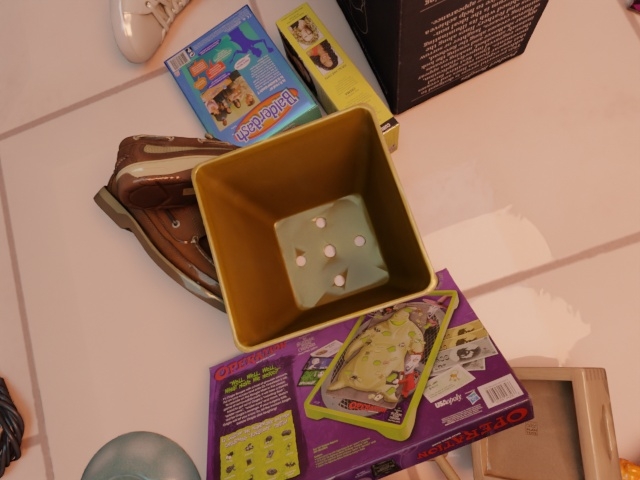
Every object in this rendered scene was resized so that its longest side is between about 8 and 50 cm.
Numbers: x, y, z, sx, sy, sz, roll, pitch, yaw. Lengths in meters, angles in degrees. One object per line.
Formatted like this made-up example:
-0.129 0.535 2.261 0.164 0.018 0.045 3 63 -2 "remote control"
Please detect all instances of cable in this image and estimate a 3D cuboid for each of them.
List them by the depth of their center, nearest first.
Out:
-0.519 0.296 0.665 0.150 0.047 0.184 44 86 9 "cable"

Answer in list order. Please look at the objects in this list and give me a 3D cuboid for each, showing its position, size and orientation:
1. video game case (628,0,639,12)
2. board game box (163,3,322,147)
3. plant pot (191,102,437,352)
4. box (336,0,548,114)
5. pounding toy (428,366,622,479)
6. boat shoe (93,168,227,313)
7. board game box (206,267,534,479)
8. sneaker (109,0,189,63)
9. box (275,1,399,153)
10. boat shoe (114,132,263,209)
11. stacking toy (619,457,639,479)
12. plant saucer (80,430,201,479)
0.580 -0.350 0.599 0.232 0.042 0.210 35 86 14 "video game case"
-0.119 -0.230 0.690 0.160 0.047 0.210 -33 76 2 "board game box"
0.000 0.000 0.555 0.212 0.187 0.212 -19 77 6 "plant pot"
0.115 -0.385 0.501 0.211 0.395 0.294 -25 77 3 "box"
0.217 0.239 0.520 0.206 0.094 0.181 -15 69 43 "pounding toy"
-0.184 -0.014 0.628 0.307 0.111 0.104 38 87 13 "boat shoe"
0.030 0.174 0.529 0.346 0.056 0.208 -24 39 5 "board game box"
-0.237 -0.417 0.714 0.122 0.106 0.291 10 80 14 "sneaker"
0.024 -0.219 0.646 0.058 0.087 0.232 -34 75 0 "box"
-0.132 -0.103 0.597 0.257 0.095 0.095 -3 62 -33 "boat shoe"
0.416 0.274 0.469 0.301 0.175 0.166 4 43 28 "stacking toy"
-0.253 0.363 0.608 0.194 0.037 0.195 -2 79 10 "plant saucer"
